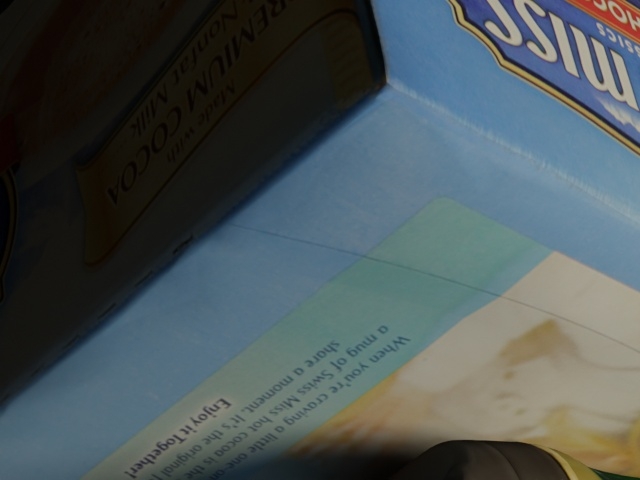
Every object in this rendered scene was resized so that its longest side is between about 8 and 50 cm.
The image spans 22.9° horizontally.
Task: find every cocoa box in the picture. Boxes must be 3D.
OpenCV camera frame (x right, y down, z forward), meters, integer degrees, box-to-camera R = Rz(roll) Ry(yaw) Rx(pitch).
[{"bbox_3d":[-0.032,0.008,0.536,0.231,0.228,0.347,24,132,-36],"label":"cocoa box"}]

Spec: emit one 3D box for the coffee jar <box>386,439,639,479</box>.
[{"bbox_3d":[0.086,0.110,0.443,0.184,0.079,0.096,14,136,-33],"label":"coffee jar"}]
